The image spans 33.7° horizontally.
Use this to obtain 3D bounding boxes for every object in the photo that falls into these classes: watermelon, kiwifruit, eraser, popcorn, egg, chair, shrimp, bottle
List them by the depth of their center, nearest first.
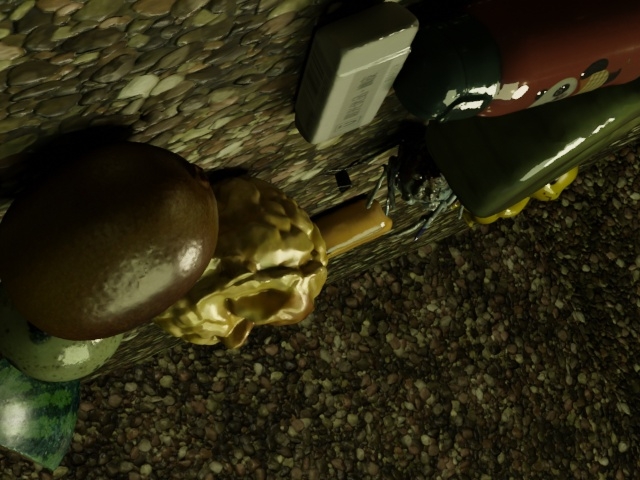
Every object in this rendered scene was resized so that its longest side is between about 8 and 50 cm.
[{"bbox_3d":[-0.214,-0.004,1.089,0.234,0.196,0.196,-32,172,6],"label":"kiwifruit"},{"bbox_3d":[0.029,-0.176,1.147,0.089,0.061,0.352,-24,172,-10],"label":"eraser"},{"bbox_3d":[0.229,-0.219,1.201,0.336,0.144,0.144,-18,171,-29],"label":"bottle"},{"bbox_3d":[-0.347,0.097,1.430,0.177,0.177,0.228,-26,-174,7],"label":"egg"},{"bbox_3d":[-0.153,0.027,1.475,0.332,0.225,0.265,9,140,-37],"label":"popcorn"},{"bbox_3d":[0.176,-0.107,1.773,0.222,0.166,0.410,15,-159,5],"label":"shrimp"},{"bbox_3d":[0.041,-0.104,1.778,0.086,0.042,0.037,-19,175,-35],"label":"chair"},{"bbox_3d":[-0.615,0.341,2.038,0.293,0.250,0.283,-30,166,19],"label":"watermelon"}]

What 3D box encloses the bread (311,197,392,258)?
[{"bbox_3d":[0.000,0.000,2.200,0.305,0.091,0.142,-25,180,5],"label":"bread"}]

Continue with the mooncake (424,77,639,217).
[{"bbox_3d":[0.313,-0.184,1.515,0.351,0.187,0.351,-33,175,-3],"label":"mooncake"}]

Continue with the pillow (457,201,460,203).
[{"bbox_3d":[0.380,-0.186,1.894,0.308,0.108,0.305,-38,176,-18],"label":"pillow"}]

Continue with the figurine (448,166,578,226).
[{"bbox_3d":[0.415,-0.146,2.202,0.327,0.169,0.218,-17,159,21],"label":"figurine"}]
